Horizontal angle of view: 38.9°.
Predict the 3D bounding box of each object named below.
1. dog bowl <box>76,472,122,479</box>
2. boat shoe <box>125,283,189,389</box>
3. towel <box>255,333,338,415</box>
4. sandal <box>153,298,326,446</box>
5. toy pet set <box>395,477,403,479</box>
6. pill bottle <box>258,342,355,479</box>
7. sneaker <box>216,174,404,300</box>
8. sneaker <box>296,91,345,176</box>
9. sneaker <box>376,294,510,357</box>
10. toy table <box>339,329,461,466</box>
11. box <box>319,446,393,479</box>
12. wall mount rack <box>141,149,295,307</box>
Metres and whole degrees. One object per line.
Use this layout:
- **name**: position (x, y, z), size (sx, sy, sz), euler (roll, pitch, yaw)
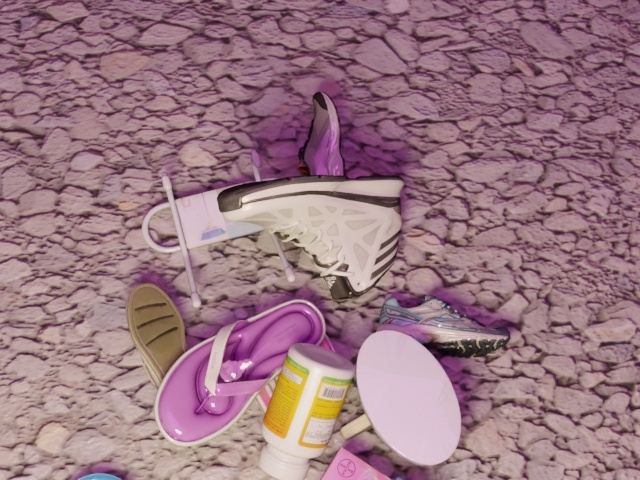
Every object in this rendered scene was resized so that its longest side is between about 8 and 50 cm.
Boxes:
- **dog bowl**: position (-0.471, 0.575, 1.713), size (0.297, 0.074, 0.166), euler (-39, 76, -16)
- **boat shoe**: position (-0.317, 0.235, 1.832), size (0.113, 0.103, 0.302), euler (-17, 69, -28)
- **towel**: position (-0.053, 0.277, 1.882), size (0.197, 0.029, 0.144), euler (-27, 73, -11)
- **sandal**: position (-0.154, 0.231, 1.771), size (0.169, 0.102, 0.416), euler (47, 58, 9)
- **toy pet set**: position (0.132, 0.503, 1.658), size (0.114, 0.065, 0.122), euler (-42, 77, -17)
- **pill bottle**: position (-0.035, 0.336, 1.763), size (0.136, 0.136, 0.246), euler (21, 98, 4)
- **sneaker**: position (0.001, 0.000, 1.836), size (0.447, 0.169, 0.258), euler (-4, 91, -37)
- **sneaker**: position (-0.003, -0.213, 2.037), size (0.108, 0.100, 0.272), euler (-4, 69, 0)
- **sneaker**: position (0.259, 0.171, 1.900), size (0.283, 0.110, 0.122), euler (4, 65, -2)
- **toy table**: position (0.162, 0.326, 1.804), size (0.252, 0.161, 0.274), euler (-13, 70, -8)
- **box**: position (0.079, 0.557, 1.732), size (0.243, 0.117, 0.213), euler (33, 70, 8)
- **wall mount rack**: position (-0.200, -0.021, 1.932), size (0.350, 0.130, 0.304), euler (-15, 79, -8)
